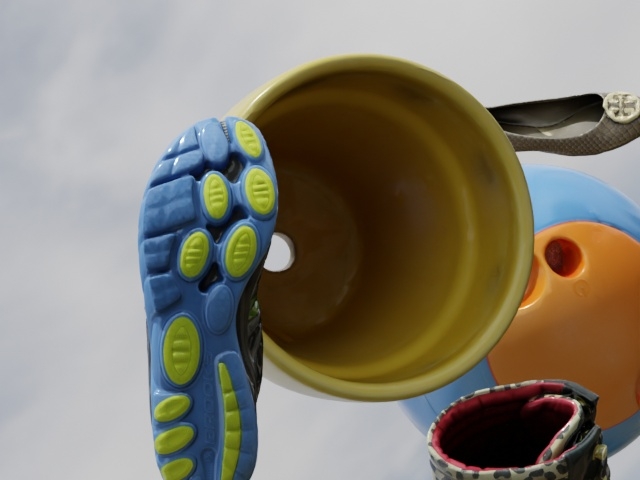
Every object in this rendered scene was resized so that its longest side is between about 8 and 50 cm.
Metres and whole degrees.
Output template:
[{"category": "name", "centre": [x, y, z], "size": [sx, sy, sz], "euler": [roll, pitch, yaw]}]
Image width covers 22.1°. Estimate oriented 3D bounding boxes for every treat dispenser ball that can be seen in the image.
[{"category": "treat dispenser ball", "centre": [0.193, 0.073, 1.511], "size": [0.288, 0.288, 0.288], "euler": [-38, -24, -20]}]

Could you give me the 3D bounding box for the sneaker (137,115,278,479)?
[{"category": "sneaker", "centre": [-0.059, 0.032, 0.805], "size": [0.067, 0.188, 0.078], "euler": [2, -2, -9]}]

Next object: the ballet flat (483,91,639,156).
[{"category": "ballet flat", "centre": [0.267, -0.142, 1.942], "size": [0.058, 0.250, 0.084], "euler": [69, -157, -44]}]

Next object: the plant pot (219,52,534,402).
[{"category": "plant pot", "centre": [0.000, 0.000, 1.272], "size": [0.254, 0.254, 0.239], "euler": [-38, 8, -20]}]

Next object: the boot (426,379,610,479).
[{"category": "boot", "centre": [0.170, 0.159, 0.958], "size": [0.236, 0.085, 0.179], "euler": [-7, -46, -1]}]
